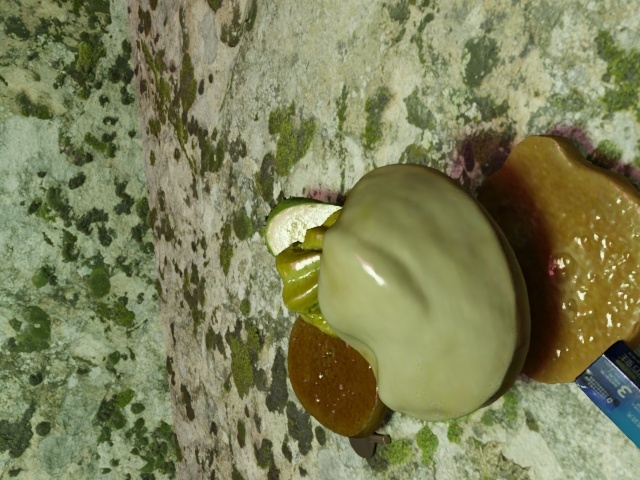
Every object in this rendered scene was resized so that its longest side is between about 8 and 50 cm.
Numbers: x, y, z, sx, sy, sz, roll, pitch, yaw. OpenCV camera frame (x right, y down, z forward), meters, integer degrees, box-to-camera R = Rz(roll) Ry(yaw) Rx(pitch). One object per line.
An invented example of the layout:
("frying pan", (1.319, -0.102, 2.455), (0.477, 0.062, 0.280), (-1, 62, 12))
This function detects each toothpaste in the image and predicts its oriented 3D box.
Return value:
("toothpaste", (0.506, 0.288, 0.871), (0.320, 0.066, 0.076), (49, 134, 24))

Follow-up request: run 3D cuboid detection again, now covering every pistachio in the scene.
("pistachio", (0.164, 0.089, 1.073), (0.365, 0.281, 0.445), (-18, 89, 39))

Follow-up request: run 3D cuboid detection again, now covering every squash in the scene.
("squash", (0.000, 0.000, 1.499), (0.260, 0.189, 0.189), (26, 117, 54))

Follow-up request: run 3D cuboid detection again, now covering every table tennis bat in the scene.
("table tennis bat", (0.075, 0.498, 1.537), (0.170, 0.119, 0.107), (-23, 79, 56))

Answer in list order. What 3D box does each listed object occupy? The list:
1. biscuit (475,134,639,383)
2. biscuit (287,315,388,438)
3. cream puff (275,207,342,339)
("biscuit", (0.387, 0.041, 1.051), (0.365, 0.062, 0.385), (52, 137, 35))
("biscuit", (0.047, 0.304, 1.581), (0.394, 0.070, 0.350), (30, 112, 53))
("cream puff", (0.051, 0.090, 1.341), (0.323, 0.270, 0.274), (-37, 90, 25))
